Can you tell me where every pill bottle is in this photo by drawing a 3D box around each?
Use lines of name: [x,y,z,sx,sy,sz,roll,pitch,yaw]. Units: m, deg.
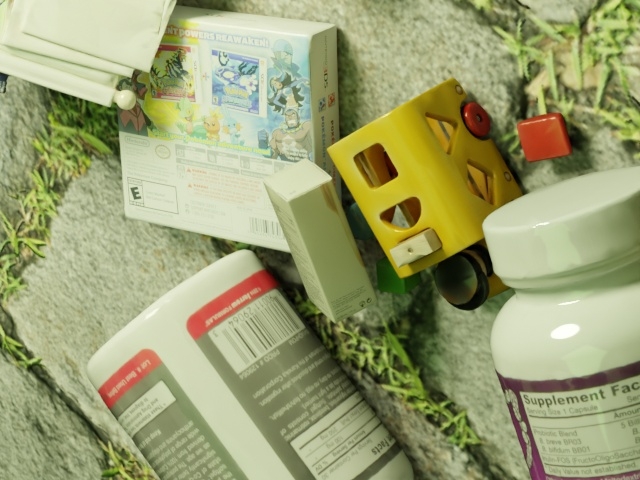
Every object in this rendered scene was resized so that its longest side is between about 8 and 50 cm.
pill bottle: [-0.035,0.181,1.304,0.318,0.176,0.176,53,129,5]
pill bottle: [0.216,0.109,1.101,0.169,0.169,0.302,-11,102,38]

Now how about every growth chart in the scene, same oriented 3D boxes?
growth chart: [-0.179,-0.222,1.245,0.172,0.021,0.237,26,105,-4]

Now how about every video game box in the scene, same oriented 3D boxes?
video game box: [-0.079,-0.095,1.300,0.205,0.048,0.187,12,118,31]

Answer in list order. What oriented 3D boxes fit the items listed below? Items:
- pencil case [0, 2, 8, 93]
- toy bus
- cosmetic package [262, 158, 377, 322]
pencil case: [-0.264,-0.284,1.298,0.119,0.133,0.306,-128,36,-62]
toy bus: [0.091,-0.015,1.177,0.202,0.104,0.191,23,121,26]
cosmetic package: [0.000,0.000,1.227,0.060,0.041,0.115,43,156,60]
